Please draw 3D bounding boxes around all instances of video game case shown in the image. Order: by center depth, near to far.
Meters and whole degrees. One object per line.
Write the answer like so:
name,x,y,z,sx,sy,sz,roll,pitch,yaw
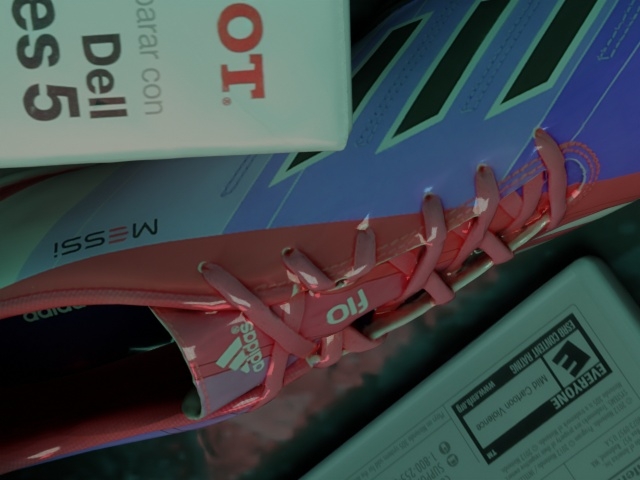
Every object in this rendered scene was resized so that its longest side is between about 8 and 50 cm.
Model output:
video game case,0.069,0.154,0.648,0.227,0.206,0.026,-40,158,19

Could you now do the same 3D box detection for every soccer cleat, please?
soccer cleat,0.000,0.000,0.572,0.318,0.116,0.108,-19,123,8

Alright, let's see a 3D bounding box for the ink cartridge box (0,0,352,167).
ink cartridge box,-0.129,-0.126,0.480,0.273,0.114,0.198,-4,123,-2
